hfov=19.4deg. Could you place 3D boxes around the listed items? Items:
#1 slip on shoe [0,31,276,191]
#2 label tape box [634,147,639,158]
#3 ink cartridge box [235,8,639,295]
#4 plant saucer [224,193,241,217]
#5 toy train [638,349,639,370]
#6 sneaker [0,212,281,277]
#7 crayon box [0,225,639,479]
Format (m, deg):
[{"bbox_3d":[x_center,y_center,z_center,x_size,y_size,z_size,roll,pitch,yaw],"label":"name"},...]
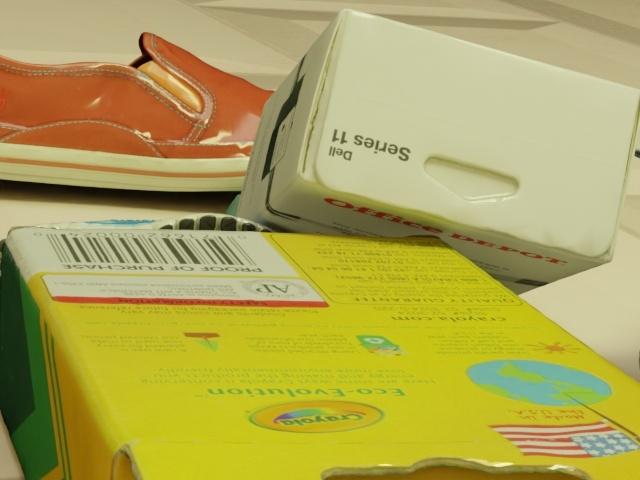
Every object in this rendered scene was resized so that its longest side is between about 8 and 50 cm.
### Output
[{"bbox_3d":[-0.098,-0.084,1.224,0.331,0.101,0.123,3,4,-11],"label":"slip on shoe"},{"bbox_3d":[0.345,-0.020,0.907,0.333,0.106,0.240,21,-1,-42],"label":"label tape box"},{"bbox_3d":[0.051,-0.033,0.926,0.153,0.087,0.208,15,-10,-10],"label":"ink cartridge box"},{"bbox_3d":[0.000,0.000,1.110,0.067,0.018,0.192,1,13,-19],"label":"plant saucer"},{"bbox_3d":[0.232,0.056,0.841,0.184,0.080,0.105,-4,22,-33],"label":"toy train"},{"bbox_3d":[-0.082,0.010,0.945,0.162,0.063,0.073,5,10,0],"label":"sneaker"},{"bbox_3d":[0.000,0.072,0.679,0.202,0.081,0.318,2,13,-16],"label":"crayon box"}]
